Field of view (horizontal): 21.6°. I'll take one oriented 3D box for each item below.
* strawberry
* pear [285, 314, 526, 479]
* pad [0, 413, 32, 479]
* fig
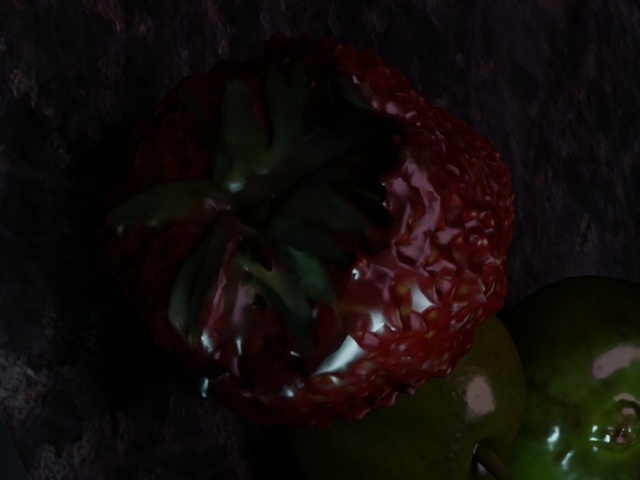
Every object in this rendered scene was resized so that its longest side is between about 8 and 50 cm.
[{"bbox_3d":[0.004,-0.002,1.083,0.257,0.261,0.261,39,49,-57],"label":"strawberry"},{"bbox_3d":[0.076,0.124,1.185,0.166,0.216,0.180,29,89,-45],"label":"pear"},{"bbox_3d":[-0.217,0.183,0.931,0.193,0.004,0.116,-40,113,-51],"label":"pad"},{"bbox_3d":[0.220,0.122,1.445,0.203,0.203,0.225,60,0,-25],"label":"fig"}]
